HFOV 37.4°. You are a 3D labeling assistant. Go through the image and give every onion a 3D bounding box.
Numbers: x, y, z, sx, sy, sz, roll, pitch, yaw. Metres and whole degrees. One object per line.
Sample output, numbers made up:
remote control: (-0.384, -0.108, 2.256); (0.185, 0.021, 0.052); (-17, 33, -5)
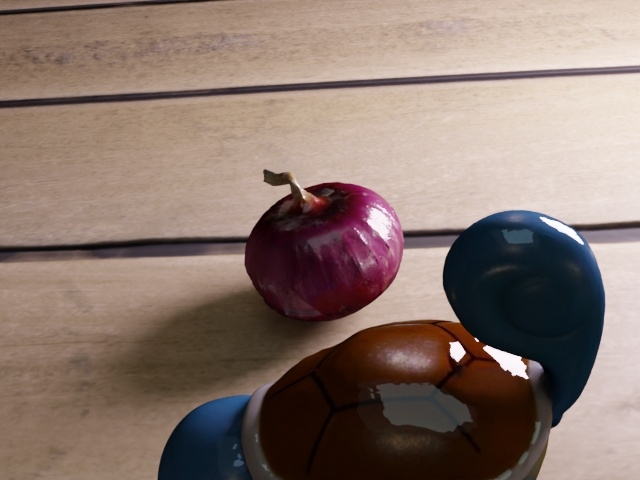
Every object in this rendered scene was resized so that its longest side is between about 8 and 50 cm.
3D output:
onion: (0.004, 0.009, 1.036); (0.177, 0.153, 0.177); (5, 40, -4)

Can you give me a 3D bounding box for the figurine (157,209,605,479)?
figurine: (0.070, 0.162, 0.727); (0.416, 0.243, 0.298); (-36, 27, 27)
